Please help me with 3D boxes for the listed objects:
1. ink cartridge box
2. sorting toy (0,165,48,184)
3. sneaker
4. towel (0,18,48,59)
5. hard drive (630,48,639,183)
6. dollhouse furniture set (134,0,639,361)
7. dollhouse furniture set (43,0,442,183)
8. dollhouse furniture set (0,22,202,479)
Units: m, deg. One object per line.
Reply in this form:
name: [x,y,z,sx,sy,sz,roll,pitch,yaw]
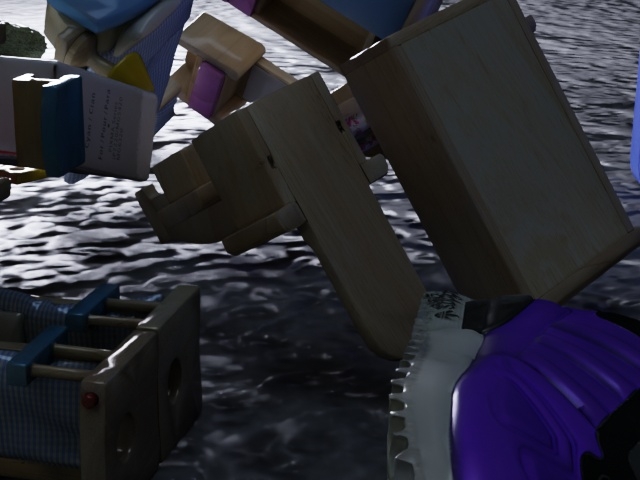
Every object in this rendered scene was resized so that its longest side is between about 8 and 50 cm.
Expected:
ink cartridge box: [-0.286,-0.087,0.845,0.296,0.066,0.261,7,1,19]
sorting toy: [-0.317,-0.035,0.977,0.274,0.046,0.132,4,17,12]
sneaker: [0.100,0.085,0.500,0.146,0.102,0.293,4,17,7]
towel: [-0.254,-0.130,0.890,0.148,0.027,0.110,6,-2,39]
hard drive: [0.270,-0.104,0.943,0.040,0.210,0.319,1,17,-1]
dollhouse furniture set: [0.000,0.000,0.893,0.303,0.174,0.355,-30,3,-38]
dollhouse furniture set: [-0.080,-0.108,1.115,0.198,0.286,0.303,34,50,8]
dollhouse furniture set: [-0.132,0.008,0.603,0.129,0.184,0.129,4,17,11]
